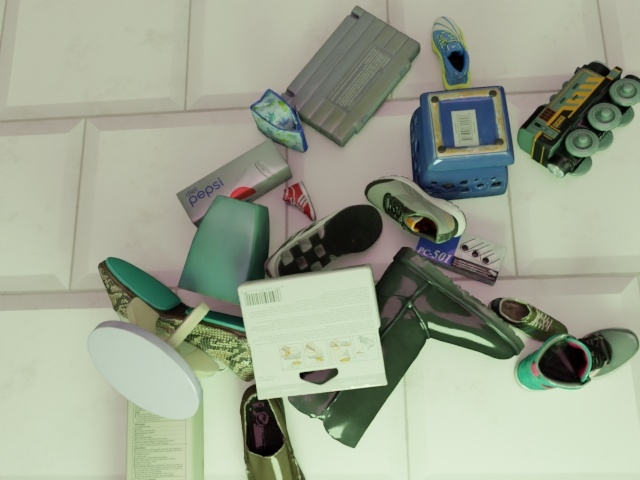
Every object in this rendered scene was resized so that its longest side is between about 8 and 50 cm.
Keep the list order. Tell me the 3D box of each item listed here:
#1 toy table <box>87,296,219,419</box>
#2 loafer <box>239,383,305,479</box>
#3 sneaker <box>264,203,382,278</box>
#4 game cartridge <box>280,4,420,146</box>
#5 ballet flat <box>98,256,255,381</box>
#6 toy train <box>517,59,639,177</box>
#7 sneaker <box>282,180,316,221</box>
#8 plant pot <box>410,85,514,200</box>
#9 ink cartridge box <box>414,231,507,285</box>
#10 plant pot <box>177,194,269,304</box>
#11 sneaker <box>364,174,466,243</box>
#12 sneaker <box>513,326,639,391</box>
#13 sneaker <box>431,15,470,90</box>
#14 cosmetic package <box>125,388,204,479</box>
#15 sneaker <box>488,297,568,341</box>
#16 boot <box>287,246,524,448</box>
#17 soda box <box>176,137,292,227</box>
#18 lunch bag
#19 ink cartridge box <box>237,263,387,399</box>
[{"bbox_3d":[-0.354,0.247,1.413,0.252,0.161,0.274,-31,105,25],"label":"toy table"},{"bbox_3d":[-0.121,0.505,1.451,0.134,0.130,0.365,-18,74,0],"label":"loafer"},{"bbox_3d":[0.000,0.000,1.587,0.331,0.146,0.122,-26,104,-26],"label":"sneaker"},{"bbox_3d":[0.082,-0.443,1.732,0.230,0.068,0.355,37,81,10],"label":"game cartridge"},{"bbox_3d":[-0.354,0.211,1.555,0.483,0.164,0.182,23,98,10],"label":"ballet flat"},{"bbox_3d":[0.651,-0.310,1.604,0.190,0.142,0.334,39,81,24],"label":"toy train"},{"bbox_3d":[-0.057,-0.092,1.655,0.067,0.042,0.118,-21,66,-5],"label":"sneaker"},{"bbox_3d":[0.346,-0.243,1.570,0.236,0.212,0.235,-4,74,4],"label":"plant pot"},{"bbox_3d":[0.344,0.030,1.581,0.207,0.046,0.097,20,76,11],"label":"ink cartridge box"},{"bbox_3d":[-0.214,0.016,1.545,0.166,0.166,0.234,14,93,9],"label":"plant pot"},{"bbox_3d":[0.213,-0.076,1.543,0.272,0.100,0.108,28,42,32],"label":"sneaker"},{"bbox_3d":[0.588,0.255,1.426,0.296,0.178,0.123,-20,74,0],"label":"sneaker"},{"bbox_3d":[0.352,-0.509,1.687,0.091,0.126,0.240,-13,74,2],"label":"sneaker"},{"bbox_3d":[-0.358,0.502,1.485,0.160,0.113,0.309,-3,74,4],"label":"cosmetic package"},{"bbox_3d":[0.491,0.185,1.502,0.192,0.086,0.064,23,78,11],"label":"sneaker"},{"bbox_3d":[0.189,0.293,1.471,0.367,0.146,0.445,38,82,10],"label":"boot"},{"bbox_3d":[-0.219,-0.142,1.659,0.286,0.091,0.098,-31,74,-3],"label":"soda box"},{"bbox_3d":[-0.096,-0.304,1.673,0.151,0.129,0.096,42,83,15],"label":"lunch bag"},{"bbox_3d":[-0.014,0.201,1.417,0.296,0.066,0.261,-8,95,8],"label":"ink cartridge box"}]
